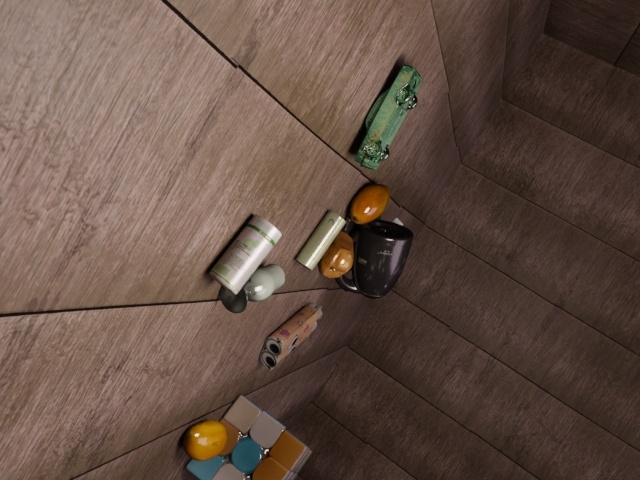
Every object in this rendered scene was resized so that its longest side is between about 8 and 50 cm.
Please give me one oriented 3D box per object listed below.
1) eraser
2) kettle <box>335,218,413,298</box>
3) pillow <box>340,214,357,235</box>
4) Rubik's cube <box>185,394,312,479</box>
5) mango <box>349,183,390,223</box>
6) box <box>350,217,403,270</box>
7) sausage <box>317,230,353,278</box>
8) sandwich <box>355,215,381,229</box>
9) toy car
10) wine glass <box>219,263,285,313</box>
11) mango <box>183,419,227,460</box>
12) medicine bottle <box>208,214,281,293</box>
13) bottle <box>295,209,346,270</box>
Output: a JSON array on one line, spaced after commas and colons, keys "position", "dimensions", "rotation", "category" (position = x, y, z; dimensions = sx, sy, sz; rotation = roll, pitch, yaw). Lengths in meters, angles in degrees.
[{"position": [-0.110, 0.367, 2.150], "dimensions": [0.290, 0.087, 0.171], "rotation": [-35, 154, -51], "category": "eraser"}, {"position": [0.186, 0.079, 2.062], "dimensions": [0.207, 0.268, 0.290], "rotation": [-104, -155, -66], "category": "kettle"}, {"position": [0.090, -0.025, 2.063], "dimensions": [0.150, 0.048, 0.090], "rotation": [-57, 166, 8], "category": "pillow"}, {"position": [-0.269, 0.871, 2.183], "dimensions": [0.346, 0.344, 0.347], "rotation": [-51, 164, -19], "category": "Rubik's cube"}, {"position": [0.194, -0.147, 2.022], "dimensions": [0.253, 0.113, 0.138], "rotation": [-40, 158, -50], "category": "mango"}, {"position": [0.210, 0.025, 2.298], "dimensions": [0.265, 0.048, 0.273], "rotation": [-41, 177, -11], "category": "box"}, {"position": [0.052, 0.050, 1.899], "dimensions": [0.136, 0.120, 0.241], "rotation": [-59, -173, 14], "category": "sausage"}, {"position": [0.171, -0.072, 2.205], "dimensions": [0.245, 0.063, 0.212], "rotation": [-41, 154, -46], "category": "sandwich"}, {"position": [0.202, -0.368, 1.654], "dimensions": [0.320, 0.097, 0.141], "rotation": [-62, 164, 12], "category": "toy car"}, {"position": [-0.178, 0.124, 1.487], "dimensions": [0.202, 0.093, 0.093], "rotation": [-27, 147, -61], "category": "wine glass"}, {"position": [-0.400, 0.681, 1.875], "dimensions": [0.144, 0.112, 0.219], "rotation": [-53, 152, -11], "category": "mango"}, {"position": [-0.181, 0.034, 1.318], "dimensions": [0.183, 0.086, 0.086], "rotation": [-53, 164, -13], "category": "medicine bottle"}, {"position": [0.000, 0.000, 1.806], "dimensions": [0.201, 0.072, 0.072], "rotation": [-55, 164, -7], "category": "bottle"}]
